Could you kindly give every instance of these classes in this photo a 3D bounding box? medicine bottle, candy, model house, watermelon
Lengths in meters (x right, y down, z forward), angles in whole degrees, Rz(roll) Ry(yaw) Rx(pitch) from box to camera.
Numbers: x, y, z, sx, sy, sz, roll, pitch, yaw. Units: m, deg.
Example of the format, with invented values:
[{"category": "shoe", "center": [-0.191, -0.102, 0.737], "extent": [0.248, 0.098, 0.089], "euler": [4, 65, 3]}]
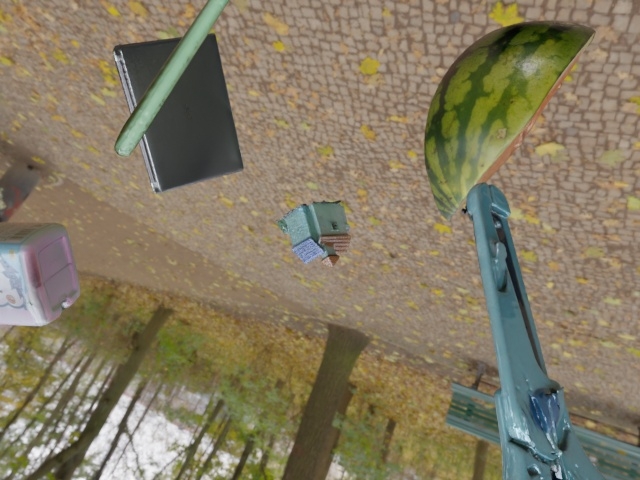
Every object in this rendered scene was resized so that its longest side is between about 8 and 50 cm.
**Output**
[{"category": "medicine bottle", "center": [-0.424, 0.041, 0.649], "extent": [0.187, 0.094, 0.119], "euler": [1, 112, 5]}, {"category": "candy", "center": [-0.070, -0.202, 0.401], "extent": [0.097, 0.324, 0.097], "euler": [34, -179, -1]}, {"category": "model house", "center": [0.000, 0.000, 1.130], "extent": [0.148, 0.149, 0.119], "euler": [0, 155, -43]}, {"category": "watermelon", "center": [0.222, -0.190, 0.647], "extent": [0.128, 0.303, 0.159], "euler": [37, 172, 15]}]

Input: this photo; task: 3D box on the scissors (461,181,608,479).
[{"category": "scissors", "center": [0.164, 0.138, 0.370], "extent": [0.180, 0.393, 0.032], "euler": [4, 161, -30]}]

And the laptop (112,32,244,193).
[{"category": "laptop", "center": [-0.173, -0.161, 0.641], "extent": [0.016, 0.129, 0.180], "euler": [24, 128, 56]}]
